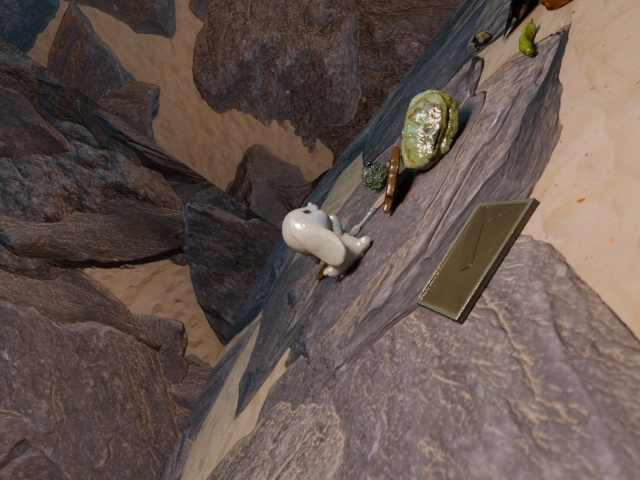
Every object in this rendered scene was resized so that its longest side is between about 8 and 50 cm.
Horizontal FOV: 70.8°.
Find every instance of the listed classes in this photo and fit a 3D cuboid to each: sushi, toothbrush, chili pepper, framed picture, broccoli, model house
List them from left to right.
[{"bbox_3d":[0.230,-0.265,1.812,0.204,0.118,0.123,-34,-48,-75],"label":"broccoli"},{"bbox_3d":[0.218,-0.144,1.627,0.375,0.028,0.037,-50,4,27],"label":"toothbrush"},{"bbox_3d":[0.280,0.030,0.841,0.250,0.016,0.184,-56,10,-6],"label":"framed picture"},{"bbox_3d":[0.627,-0.781,1.742,0.058,0.057,0.083,-30,-13,-8],"label":"model house"},{"bbox_3d":[0.668,-0.795,1.479,0.210,0.040,0.193,-63,-20,-12],"label":"sushi"},{"bbox_3d":[0.582,-0.556,1.268,0.048,0.043,0.208,-13,42,36],"label":"chili pepper"}]

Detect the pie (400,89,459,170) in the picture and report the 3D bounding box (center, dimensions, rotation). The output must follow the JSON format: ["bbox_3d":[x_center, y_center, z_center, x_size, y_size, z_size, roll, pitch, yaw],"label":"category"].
[{"bbox_3d":[0.324,-0.341,1.388,0.201,0.089,0.248,15,97,49],"label":"pie"}]

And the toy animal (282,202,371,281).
[{"bbox_3d":[0.008,0.009,1.506,0.174,0.289,0.249,-60,-9,-16],"label":"toy animal"}]

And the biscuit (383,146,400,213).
[{"bbox_3d":[0.236,-0.185,1.481,0.182,0.034,0.216,82,-162,-70],"label":"biscuit"}]

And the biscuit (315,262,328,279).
[{"bbox_3d":[0.026,0.107,1.730,0.120,0.019,0.130,-57,10,-10],"label":"biscuit"}]

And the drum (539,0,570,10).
[{"bbox_3d":[0.704,-0.871,1.212,0.431,0.214,0.431,-53,10,14],"label":"drum"}]

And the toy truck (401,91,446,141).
[{"bbox_3d":[0.357,-0.401,1.538,0.126,0.113,0.208,48,-124,-61],"label":"toy truck"}]
